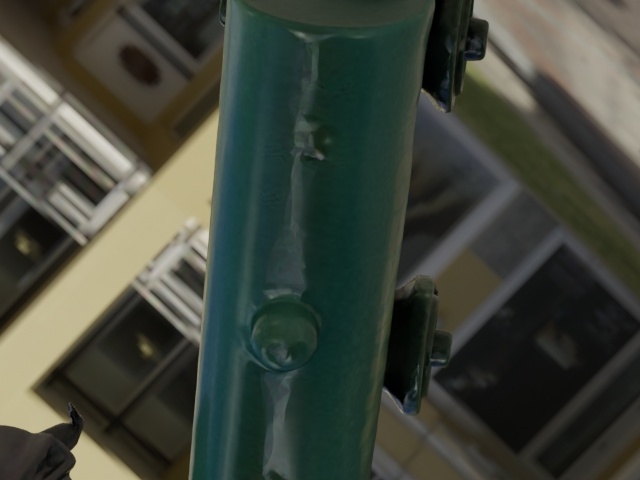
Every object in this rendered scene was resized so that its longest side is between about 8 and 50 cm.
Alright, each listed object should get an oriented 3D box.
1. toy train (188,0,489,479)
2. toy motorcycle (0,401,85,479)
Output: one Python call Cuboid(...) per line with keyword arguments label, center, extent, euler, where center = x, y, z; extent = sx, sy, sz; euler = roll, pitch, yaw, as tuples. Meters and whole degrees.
Cuboid(label="toy train", center=(0.000, 0.000, 0.583), extent=(0.101, 0.248, 0.159), euler=(9, -152, 7))
Cuboid(label="toy motorcycle", center=(-0.124, 0.156, 0.752), extent=(0.159, 0.106, 0.270), euler=(58, 174, 1))
